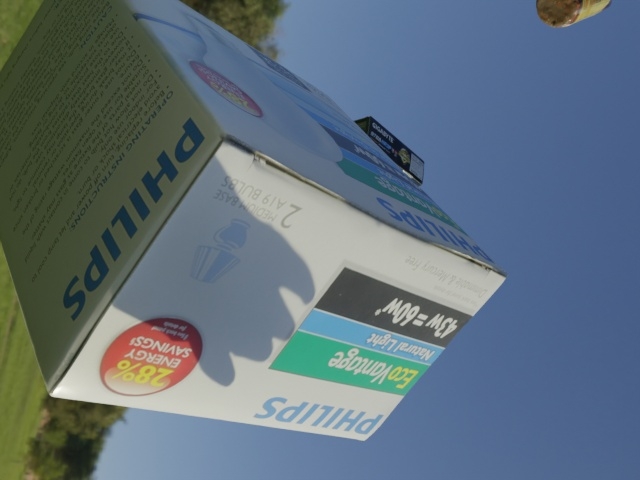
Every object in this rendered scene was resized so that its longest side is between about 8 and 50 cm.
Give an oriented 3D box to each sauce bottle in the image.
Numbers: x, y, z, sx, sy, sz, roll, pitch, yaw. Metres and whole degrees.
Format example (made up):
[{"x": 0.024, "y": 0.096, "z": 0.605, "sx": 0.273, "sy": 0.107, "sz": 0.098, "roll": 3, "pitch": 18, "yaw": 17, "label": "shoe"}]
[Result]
[{"x": 0.242, "y": -0.225, "z": 0.696, "sx": 0.042, "sy": 0.128, "sz": 0.042, "roll": 23, "pitch": -53, "yaw": 33, "label": "sauce bottle"}]

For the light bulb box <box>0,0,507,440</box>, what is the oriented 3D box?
[{"x": -0.086, "y": -0.036, "z": 0.714, "sx": 0.225, "sy": 0.358, "sz": 0.361, "roll": -52, "pitch": -133, "yaw": 15, "label": "light bulb box"}]

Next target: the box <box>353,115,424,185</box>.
[{"x": 0.044, "y": -0.131, "z": 1.336, "sx": 0.220, "sy": 0.175, "sz": 0.051, "roll": -11, "pitch": -118, "yaw": 37, "label": "box"}]
